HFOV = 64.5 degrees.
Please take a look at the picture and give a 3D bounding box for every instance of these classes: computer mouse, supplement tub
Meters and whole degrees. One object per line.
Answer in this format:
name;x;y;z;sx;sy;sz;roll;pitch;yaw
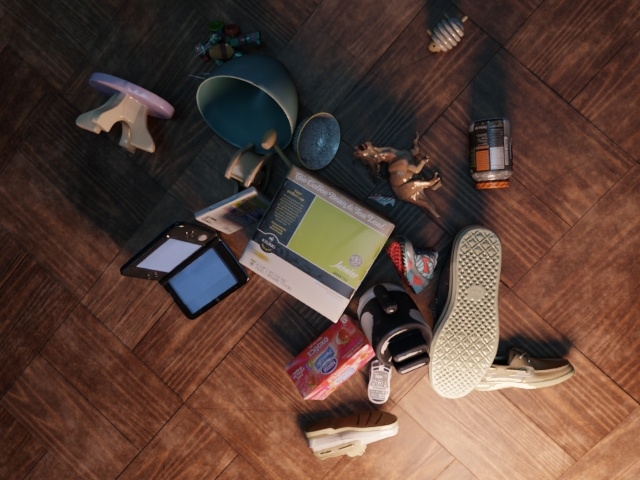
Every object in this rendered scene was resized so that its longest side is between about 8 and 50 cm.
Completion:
computer mouse;0.184;0.406;1.573;0.106;0.042;0.193;8;90;4
supplement tub;0.482;-0.243;1.434;0.117;0.117;0.190;-3;95;9

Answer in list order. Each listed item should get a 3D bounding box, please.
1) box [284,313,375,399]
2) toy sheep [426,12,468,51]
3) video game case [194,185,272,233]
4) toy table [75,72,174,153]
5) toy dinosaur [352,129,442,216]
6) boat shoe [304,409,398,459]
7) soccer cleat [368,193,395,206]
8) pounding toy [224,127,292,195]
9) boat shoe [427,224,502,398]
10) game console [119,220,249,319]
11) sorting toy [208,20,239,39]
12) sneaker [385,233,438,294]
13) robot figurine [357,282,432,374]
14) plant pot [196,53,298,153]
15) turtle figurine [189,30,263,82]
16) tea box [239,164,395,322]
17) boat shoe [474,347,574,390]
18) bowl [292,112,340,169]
box;0.039;0.355;1.528;0.257;0.128;0.122;-43;59;9
toy sheep;0.362;-0.592;1.443;0.132;0.091;0.091;-42;87;28
video game case;-0.242;-0.085;1.516;0.193;0.212;0.023;-23;73;10
toy table;-0.603;-0.383;1.550;0.274;0.252;0.160;19;80;17
toy dinosaur;0.234;-0.186;1.482;0.200;0.127;0.295;-27;102;17
boat shoe;0.104;0.605;1.571;0.302;0.113;0.103;-15;93;20
soccer cleat;0.185;-0.121;1.536;0.083;0.029;0.035;5;91;4
pounding toy;-0.177;-0.184;1.477;0.155;0.269;0.154;26;54;7
boat shoe;0.413;0.203;1.460;0.187;0.156;0.500;8;93;2
game console;-0.417;0.103;1.554;0.293;0.250;0.173;-35;62;23
sorting toy;-0.298;-0.641;1.567;0.102;0.042;0.061;14;57;16
sneaker;0.270;0.045;1.450;0.125;0.262;0.104;-37;53;-3
robot figurine;0.206;0.244;1.441;0.174;0.278;0.209;11;120;-25
plant pot;-0.184;-0.423;1.470;0.290;0.290;0.195;17;61;7
turtle figurine;-0.292;-0.566;1.521;0.234;0.175;0.118;-5;66;0
tea box;0.000;0.000;1.478;0.329;0.220;0.323;32;99;5
boat shoe;0.574;0.368;1.476;0.302;0.109;0.098;-10;94;15
bowl;-0.028;-0.303;1.510;0.080;0.170;0.170;27;100;41
